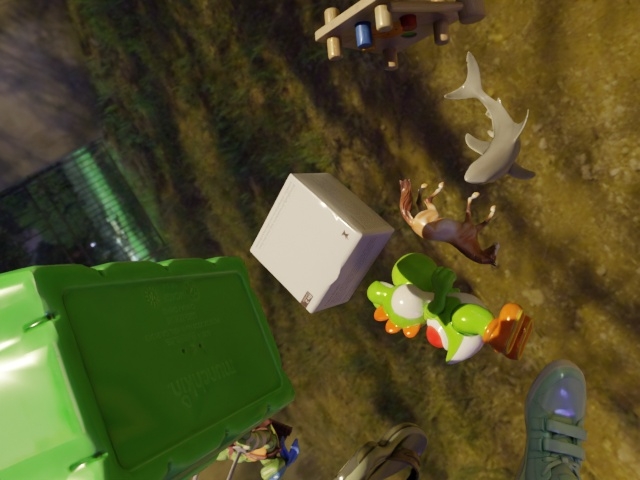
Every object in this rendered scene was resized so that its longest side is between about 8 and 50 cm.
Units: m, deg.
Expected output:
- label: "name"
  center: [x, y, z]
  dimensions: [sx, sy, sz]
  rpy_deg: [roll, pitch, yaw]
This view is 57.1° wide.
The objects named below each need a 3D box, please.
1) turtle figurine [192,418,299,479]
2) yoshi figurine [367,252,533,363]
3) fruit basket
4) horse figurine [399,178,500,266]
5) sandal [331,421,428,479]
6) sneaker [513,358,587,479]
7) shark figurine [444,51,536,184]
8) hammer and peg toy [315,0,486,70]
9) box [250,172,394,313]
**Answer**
- label: "turtle figurine"
  center: [-0.194, 0.374, 1.134]
  dimensions: [0.266, 0.274, 0.198]
  rpy_deg: [60, 162, 16]
- label: "yoshi figurine"
  center: [0.281, 0.124, 1.302]
  dimensions: [0.362, 0.203, 0.204]
  rpy_deg: [16, 120, 34]
- label: "fruit basket"
  center: [-0.263, 0.146, 0.556]
  dimensions: [0.392, 0.391, 0.283]
  rpy_deg: [123, 125, -75]
- label: "horse figurine"
  center: [0.289, -0.047, 1.342]
  dimensions: [0.263, 0.175, 0.066]
  rpy_deg: [20, 153, 9]
- label: "sandal"
  center: [0.108, 0.378, 0.953]
  dimensions: [0.086, 0.120, 0.302]
  rpy_deg: [37, -168, 26]
- label: "sneaker"
  center: [0.347, 0.303, 0.817]
  dimensions: [0.151, 0.094, 0.256]
  rpy_deg: [-168, 90, -83]
- label: "shark figurine"
  center: [0.342, -0.223, 1.101]
  dimensions: [0.116, 0.166, 0.278]
  rpy_deg: [116, 159, -55]
- label: "hammer and peg toy"
  center: [0.181, -0.519, 1.355]
  dimensions: [0.361, 0.265, 0.128]
  rpy_deg: [-10, 84, 56]
- label: "box"
  center: [0.000, 0.000, 1.058]
  dimensions: [0.182, 0.119, 0.181]
  rpy_deg: [43, 118, 24]
